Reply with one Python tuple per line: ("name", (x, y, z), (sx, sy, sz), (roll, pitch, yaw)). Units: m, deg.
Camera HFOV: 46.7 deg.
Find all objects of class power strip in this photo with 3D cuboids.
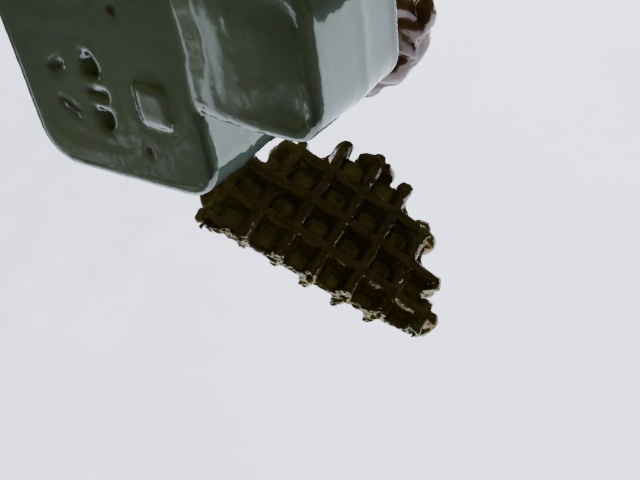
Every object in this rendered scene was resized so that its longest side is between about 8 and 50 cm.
("power strip", (-0.075, -0.153, 0.463), (0.261, 0.229, 0.141), (16, -136, 29))

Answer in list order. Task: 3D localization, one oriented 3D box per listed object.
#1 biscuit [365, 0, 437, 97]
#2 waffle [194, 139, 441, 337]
("biscuit", (-0.003, -0.320, 0.927), (0.326, 0.325, 0.107), (20, -118, 19))
("waffle", (0.000, 0.000, 0.570), (0.192, 0.046, 0.160), (-2, -103, -17))
